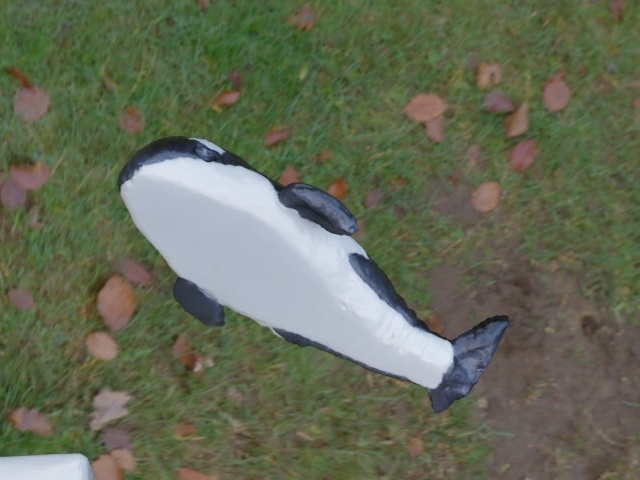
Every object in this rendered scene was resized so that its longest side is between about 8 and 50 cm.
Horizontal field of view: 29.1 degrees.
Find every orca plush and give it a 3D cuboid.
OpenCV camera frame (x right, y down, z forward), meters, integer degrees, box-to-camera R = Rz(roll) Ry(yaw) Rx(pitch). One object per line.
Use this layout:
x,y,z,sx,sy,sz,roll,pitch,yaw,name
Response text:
0.000,0.000,0.850,0.287,0.151,0.102,22,43,-10,orca plush

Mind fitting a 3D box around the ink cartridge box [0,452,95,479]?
-0.163,0.172,0.336,0.353,0.119,0.207,-2,66,-7,ink cartridge box
